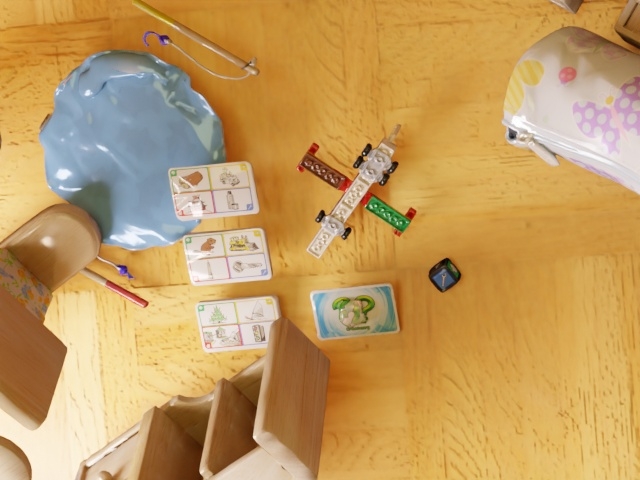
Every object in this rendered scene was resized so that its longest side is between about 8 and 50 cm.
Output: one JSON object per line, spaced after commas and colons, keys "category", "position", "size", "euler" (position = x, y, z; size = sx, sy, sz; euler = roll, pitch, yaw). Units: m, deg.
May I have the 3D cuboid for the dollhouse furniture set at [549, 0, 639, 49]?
{"category": "dollhouse furniture set", "position": [0.269, -0.254, 1.513], "size": [0.303, 0.355, 0.174], "euler": [31, 93, 22]}

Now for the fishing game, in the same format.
{"category": "fishing game", "position": [-0.171, -0.083, 1.800], "size": [0.189, 0.041, 0.264], "euler": [27, 107, 14]}

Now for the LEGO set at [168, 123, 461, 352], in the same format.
{"category": "LEGO set", "position": [0.000, 0.000, 1.769], "size": [0.244, 0.060, 0.182], "euler": [-6, 110, 12]}

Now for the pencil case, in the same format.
{"category": "pencil case", "position": [0.277, -0.084, 1.607], "size": [0.273, 0.124, 0.113], "euler": [29, 134, 40]}

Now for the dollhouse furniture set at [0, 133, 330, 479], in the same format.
{"category": "dollhouse furniture set", "position": [-0.218, 0.091, 1.653], "size": [0.256, 0.362, 0.394], "euler": [-36, 112, 22]}
